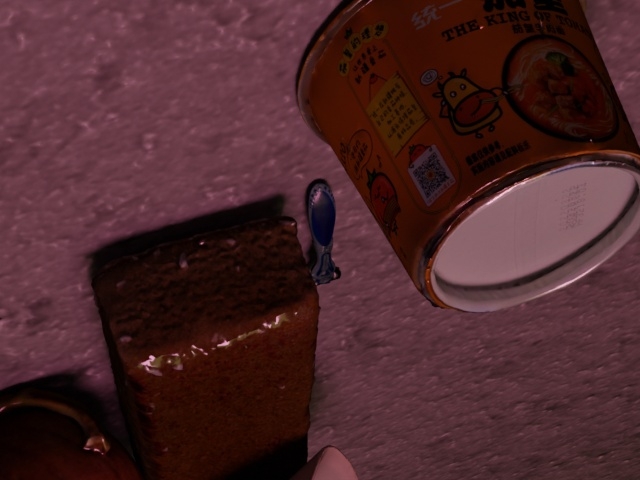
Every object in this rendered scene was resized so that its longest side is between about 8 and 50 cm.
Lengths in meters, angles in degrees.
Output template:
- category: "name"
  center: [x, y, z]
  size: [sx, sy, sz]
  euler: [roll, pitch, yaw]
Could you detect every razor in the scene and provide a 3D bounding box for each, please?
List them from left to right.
- category: "razor"
  center: [0.001, 0.004, 1.070]
  size: [0.044, 0.028, 0.154]
  euler: [-15, 150, -10]

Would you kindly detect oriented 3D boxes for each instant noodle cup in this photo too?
- category: "instant noodle cup"
  center: [0.111, -0.066, 0.881]
  size: [0.215, 0.172, 0.216]
  euler: [-16, 149, -10]

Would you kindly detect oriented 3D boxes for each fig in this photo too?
- category: "fig"
  center: [-0.244, 0.224, 1.135]
  size: [0.205, 0.205, 0.205]
  euler: [-16, 150, -9]

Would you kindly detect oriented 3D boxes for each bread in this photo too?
- category: "bread"
  center: [-0.091, 0.133, 1.141]
  size: [0.165, 0.113, 0.416]
  euler: [-14, 151, -11]

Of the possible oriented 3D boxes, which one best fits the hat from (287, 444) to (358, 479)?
- category: "hat"
  center: [-0.082, 0.266, 1.186]
  size: [0.226, 0.164, 0.219]
  euler: [-64, 157, -4]
